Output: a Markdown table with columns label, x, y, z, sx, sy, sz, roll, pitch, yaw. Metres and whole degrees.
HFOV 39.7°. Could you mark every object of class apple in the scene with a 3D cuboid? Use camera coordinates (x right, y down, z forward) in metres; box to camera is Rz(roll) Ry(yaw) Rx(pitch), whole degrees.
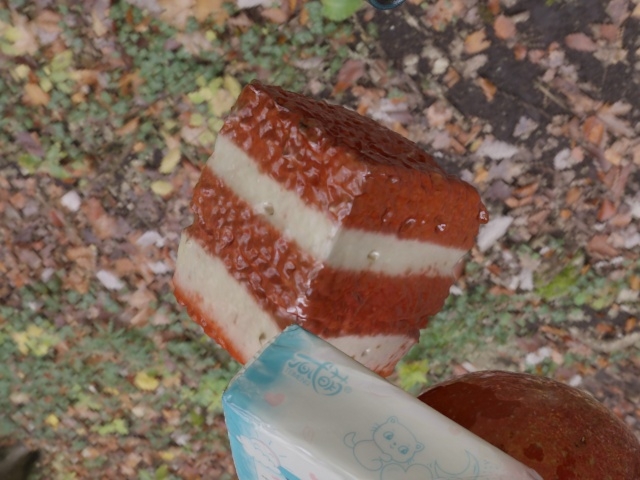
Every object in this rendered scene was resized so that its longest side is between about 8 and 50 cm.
| label | x | y | z | sx | sy | sz | roll | pitch | yaw |
| --- | --- | --- | --- | --- | --- | --- | --- | --- | --- |
| apple | 0.219 | 0.324 | 1.035 | 0.348 | 0.277 | 0.349 | 3 | 96 | 33 |

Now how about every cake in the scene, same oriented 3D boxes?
| label | x | y | z | sx | sy | sz | roll | pitch | yaw |
| --- | --- | --- | --- | --- | --- | --- | --- | --- | --- |
| cake | 0.000 | 0.000 | 1.140 | 0.269 | 0.270 | 0.320 | 40 | 112 | 40 |

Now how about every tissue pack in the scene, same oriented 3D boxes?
| label | x | y | z | sx | sy | sz | roll | pitch | yaw |
| --- | --- | --- | --- | --- | --- | --- | --- | --- | --- |
| tissue pack | 0.049 | 0.216 | 0.806 | 0.271 | 0.124 | 0.201 | 30 | 151 | 25 |

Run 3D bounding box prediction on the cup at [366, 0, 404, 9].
| label | x | y | z | sx | sy | sz | roll | pitch | yaw |
| --- | --- | --- | --- | --- | --- | --- | --- | --- | --- |
| cup | 0.156 | -0.471 | 1.150 | 0.242 | 0.308 | 0.292 | 19 | 169 | 38 |
